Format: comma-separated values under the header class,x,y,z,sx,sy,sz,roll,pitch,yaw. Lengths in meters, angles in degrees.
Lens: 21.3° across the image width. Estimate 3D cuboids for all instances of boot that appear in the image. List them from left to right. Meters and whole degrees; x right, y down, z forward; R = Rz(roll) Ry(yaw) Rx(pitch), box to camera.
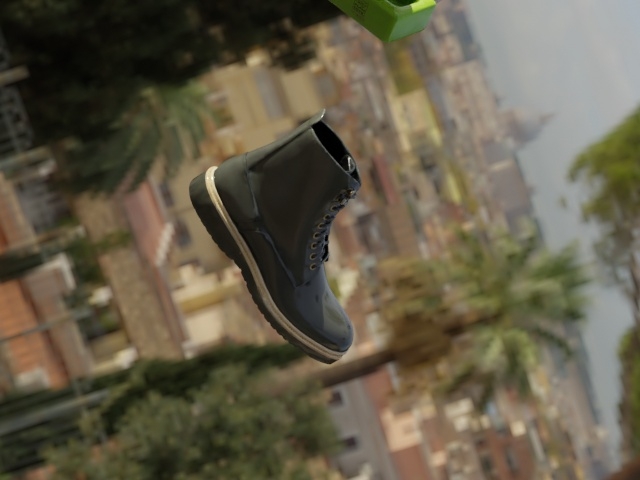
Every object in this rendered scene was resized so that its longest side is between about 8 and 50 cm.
class,x,y,z,sx,sy,sz,roll,pitch,yaw
boot,0.000,0.000,1.410,0.198,0.137,0.077,51,26,-18

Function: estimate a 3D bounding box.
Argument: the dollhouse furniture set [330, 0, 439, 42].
class,x,y,z,sx,sy,sz,roll,pitch,yaw
dollhouse furniture set,0.084,-0.358,1.500,0.197,0.151,0.301,40,-44,15
